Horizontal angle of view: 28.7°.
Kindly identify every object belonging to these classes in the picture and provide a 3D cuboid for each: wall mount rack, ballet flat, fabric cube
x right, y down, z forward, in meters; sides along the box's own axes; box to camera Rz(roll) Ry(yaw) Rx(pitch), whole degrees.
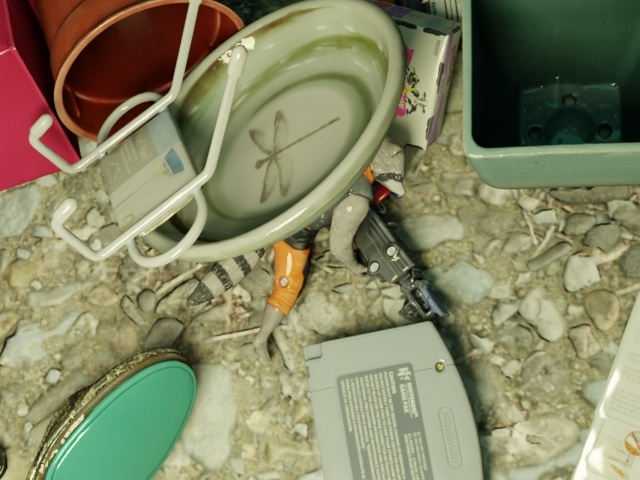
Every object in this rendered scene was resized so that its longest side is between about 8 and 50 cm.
[{"bbox_3d":[-0.199,-0.141,1.493,0.304,0.130,0.350,-38,39,8],"label":"wall mount rack"},{"bbox_3d":[-0.334,0.334,1.570,0.182,0.164,0.482,14,74,48],"label":"ballet flat"},{"bbox_3d":[-0.499,-0.224,1.682,0.258,0.254,0.259,-20,54,1],"label":"fabric cube"}]

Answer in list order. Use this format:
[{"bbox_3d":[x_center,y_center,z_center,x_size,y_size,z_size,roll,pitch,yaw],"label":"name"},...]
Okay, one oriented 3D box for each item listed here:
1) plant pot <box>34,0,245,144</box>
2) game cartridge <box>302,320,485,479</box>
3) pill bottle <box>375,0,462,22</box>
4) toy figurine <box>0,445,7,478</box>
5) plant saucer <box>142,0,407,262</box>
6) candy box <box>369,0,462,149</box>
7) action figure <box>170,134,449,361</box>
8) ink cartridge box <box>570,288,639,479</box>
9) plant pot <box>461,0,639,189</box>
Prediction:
[{"bbox_3d":[-0.273,-0.318,1.714,0.272,0.272,0.265,-29,61,1],"label":"plant pot"},{"bbox_3d":[0.098,0.257,1.542,0.198,0.062,0.297,-10,76,3],"label":"game cartridge"},{"bbox_3d":[0.191,-0.345,1.685,0.246,0.130,0.130,-6,72,9],"label":"pill bottle"},{"bbox_3d":[-0.527,0.337,1.610,0.210,0.148,0.213,3,75,18],"label":"toy figurine"},{"bbox_3d":[-0.051,-0.121,1.529,0.400,0.100,0.400,-24,43,24],"label":"plant saucer"},{"bbox_3d":[0.074,-0.228,1.657,0.196,0.070,0.165,18,118,16],"label":"candy box"},{"bbox_3d":[0.000,0.000,1.594,0.330,0.178,0.341,-46,67,5],"label":"action figure"},{"bbox_3d":[0.496,0.206,1.495,0.308,0.091,0.385,21,95,16],"label":"ink cartridge box"},{"bbox_3d":[0.309,-0.178,1.544,0.247,0.252,0.247,-2,73,11],"label":"plant pot"}]
